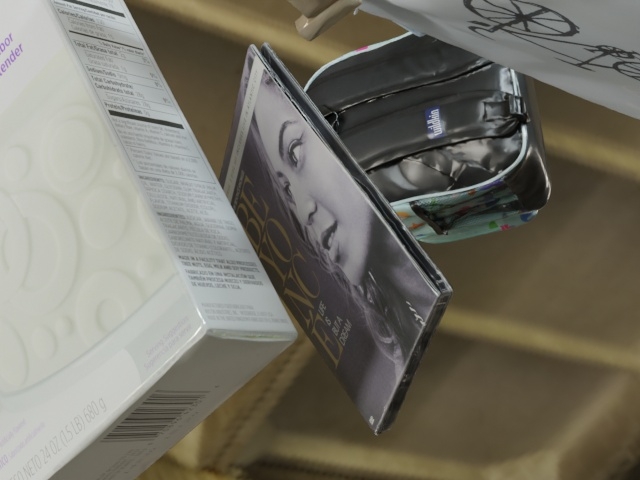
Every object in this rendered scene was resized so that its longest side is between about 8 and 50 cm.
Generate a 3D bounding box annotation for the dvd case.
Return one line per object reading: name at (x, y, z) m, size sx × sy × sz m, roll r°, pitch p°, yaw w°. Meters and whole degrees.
dvd case at (0.000, 0.000, 1.026) m, size 0.018 × 0.221 × 0.164 m, roll -21°, pitch -29°, yaw -27°

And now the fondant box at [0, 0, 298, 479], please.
fondant box at (-0.186, -0.003, 1.053) m, size 0.238 × 0.330 × 0.096 m, roll -43°, pitch -29°, yaw 27°

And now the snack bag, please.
snack bag at (0.224, -0.102, 0.858) m, size 0.323 × 0.342 × 0.037 m, roll 16°, pitch -93°, yaw -30°

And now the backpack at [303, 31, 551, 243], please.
backpack at (0.106, -0.105, 1.636) m, size 0.253 × 0.225 × 0.191 m, roll -14°, pitch -30°, yaw 14°

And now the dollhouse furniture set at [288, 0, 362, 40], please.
dollhouse furniture set at (-0.007, -0.231, 0.817) m, size 0.174 × 0.303 × 0.355 m, roll -33°, pitch -42°, yaw 20°
